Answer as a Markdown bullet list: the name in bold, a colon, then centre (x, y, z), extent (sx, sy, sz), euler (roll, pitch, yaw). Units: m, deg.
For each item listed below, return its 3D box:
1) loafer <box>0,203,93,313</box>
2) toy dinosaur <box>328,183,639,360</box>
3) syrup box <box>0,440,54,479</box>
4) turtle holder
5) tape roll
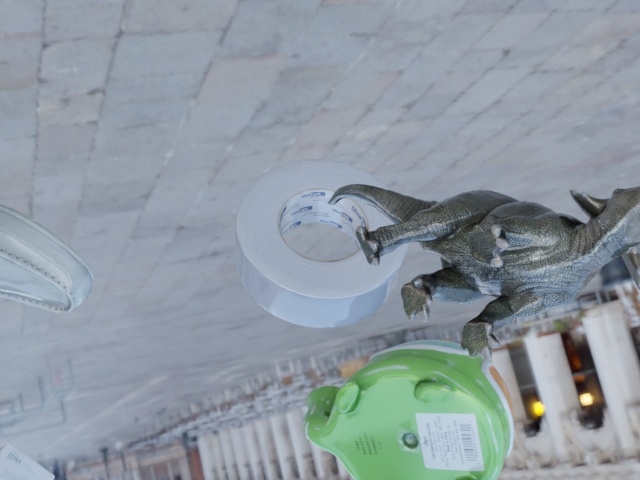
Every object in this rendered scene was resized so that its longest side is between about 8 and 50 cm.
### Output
- **loafer**: centre (-0.383, 0.007, 0.857), extent (0.320, 0.111, 0.112), euler (21, 140, -5)
- **toy dinosaur**: centre (0.133, 0.007, 0.685), extent (0.160, 0.120, 0.314), euler (-17, -168, -38)
- **syrup box**: centre (-0.490, 0.414, 1.272), extent (0.096, 0.093, 0.237), euler (-41, -164, 25)
- **turtle holder**: centre (0.138, 0.274, 1.313), extent (0.320, 0.243, 0.227), euler (-39, 178, 31)
- **tape roll**: centre (0.000, 0.000, 1.123), extent (0.219, 0.219, 0.072), euler (-11, 145, -14)
